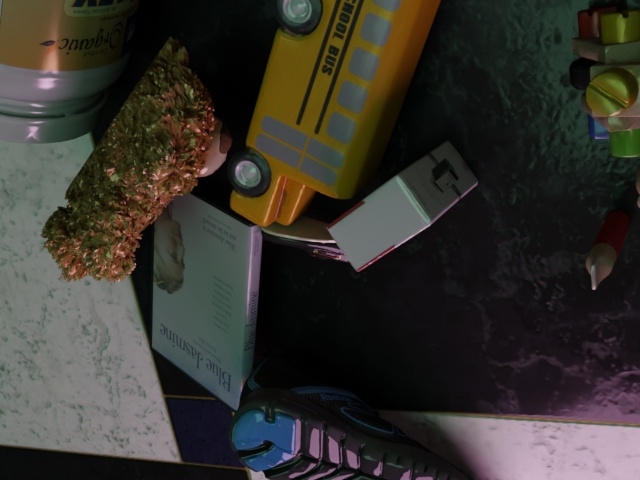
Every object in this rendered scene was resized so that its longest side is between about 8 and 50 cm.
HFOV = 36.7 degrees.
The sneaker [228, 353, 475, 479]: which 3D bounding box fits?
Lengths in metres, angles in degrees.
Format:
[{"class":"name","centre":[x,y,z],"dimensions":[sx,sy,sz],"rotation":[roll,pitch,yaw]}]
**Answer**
[{"class":"sneaker","centre":[0.063,0.238,1.092],"dimensions":[0.341,0.140,0.125],"rotation":[33,114,-12]}]

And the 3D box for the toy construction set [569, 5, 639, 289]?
[{"class":"toy construction set","centre":[0.286,-0.087,0.753],"dimensions":[0.257,0.237,0.309],"rotation":[25,122,15]}]

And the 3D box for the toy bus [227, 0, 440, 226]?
[{"class":"toy bus","centre":[0.016,-0.160,0.937],"dimensions":[0.130,0.108,0.333],"rotation":[26,121,12]}]

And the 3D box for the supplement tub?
[{"class":"supplement tub","centre":[-0.291,-0.280,0.967],"dimensions":[0.228,0.228,0.316],"rotation":[27,122,14]}]

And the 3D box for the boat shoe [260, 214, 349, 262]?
[{"class":"boat shoe","centre":[0.000,0.001,1.027],"dimensions":[0.133,0.049,0.042],"rotation":[6,123,-10]}]

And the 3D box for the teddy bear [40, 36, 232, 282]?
[{"class":"teddy bear","centre":[-0.192,-0.069,1.020],"dimensions":[0.113,0.245,0.338],"rotation":[33,129,-15]}]

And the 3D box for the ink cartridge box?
[{"class":"ink cartridge box","centre":[0.082,-0.036,0.942],"dimensions":[0.099,0.135,0.056],"rotation":[-35,90,34]}]

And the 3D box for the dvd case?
[{"class":"dvd case","centre":[-0.140,0.059,1.130],"dimensions":[0.180,0.022,0.253],"rotation":[28,124,37]}]
